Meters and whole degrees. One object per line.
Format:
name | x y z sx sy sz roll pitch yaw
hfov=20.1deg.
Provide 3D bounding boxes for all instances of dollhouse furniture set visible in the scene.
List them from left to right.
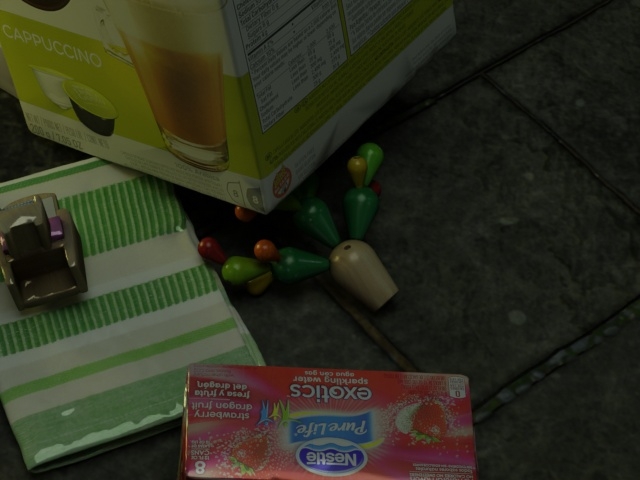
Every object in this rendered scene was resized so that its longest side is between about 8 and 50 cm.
dollhouse furniture set | -0.394 -0.072 1.625 0.286 0.303 0.198 -17 55 -3

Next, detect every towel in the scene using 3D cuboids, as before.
towel | -0.216 0.056 1.748 0.247 0.038 0.325 -16 57 -19

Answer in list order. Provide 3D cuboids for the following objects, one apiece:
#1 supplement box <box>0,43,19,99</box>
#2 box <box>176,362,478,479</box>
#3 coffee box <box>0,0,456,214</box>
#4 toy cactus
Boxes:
supplement box | -0.291 -0.266 1.969 0.130 0.073 0.239 32 55 16
box | 0.002 0.196 1.605 0.256 0.128 0.123 3 51 -6
coffee box | -0.107 -0.289 1.785 0.337 0.334 0.338 19 47 33
toy cactus | 0.000 0.000 1.797 0.180 0.112 0.219 48 56 5
